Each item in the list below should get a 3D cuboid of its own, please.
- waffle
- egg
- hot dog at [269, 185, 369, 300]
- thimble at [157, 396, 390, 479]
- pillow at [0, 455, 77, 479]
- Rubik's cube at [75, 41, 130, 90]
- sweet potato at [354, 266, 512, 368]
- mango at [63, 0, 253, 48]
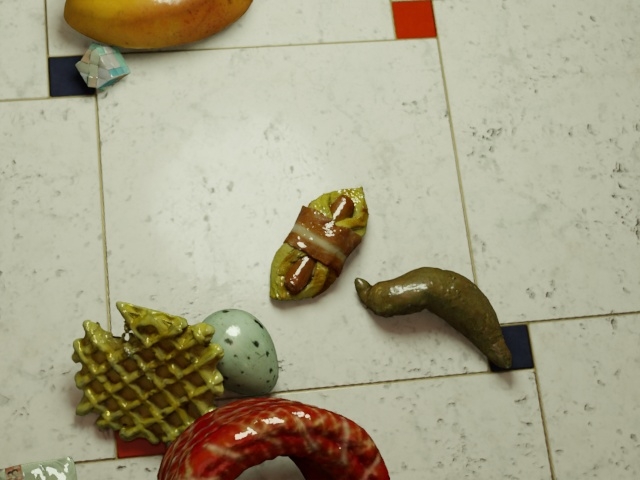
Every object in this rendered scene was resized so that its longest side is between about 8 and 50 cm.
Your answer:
[{"bbox_3d":[-0.284,0.222,1.675,0.261,0.056,0.250,12,111,4],"label":"waffle"},{"bbox_3d":[-0.140,0.193,1.726,0.131,0.131,0.164,-36,100,-15],"label":"egg"},{"bbox_3d":[0.004,-0.001,1.811,0.123,0.093,0.261,28,73,2],"label":"hot dog"},{"bbox_3d":[-0.075,0.410,1.576,0.350,0.230,0.350,0,89,-16],"label":"thimble"},{"bbox_3d":[-0.437,0.466,1.644,0.128,0.051,0.229,-13,77,-18],"label":"pillow"},{"bbox_3d":[-0.401,-0.316,1.867,0.073,0.075,0.084,-30,76,32],"label":"Rubik's cube"},{"bbox_3d":[0.211,0.111,1.804,0.310,0.098,0.124,23,93,-2],"label":"sweet potato"},{"bbox_3d":[-0.294,-0.453,1.862,0.350,0.199,0.201,-19,114,-15],"label":"mango"}]
